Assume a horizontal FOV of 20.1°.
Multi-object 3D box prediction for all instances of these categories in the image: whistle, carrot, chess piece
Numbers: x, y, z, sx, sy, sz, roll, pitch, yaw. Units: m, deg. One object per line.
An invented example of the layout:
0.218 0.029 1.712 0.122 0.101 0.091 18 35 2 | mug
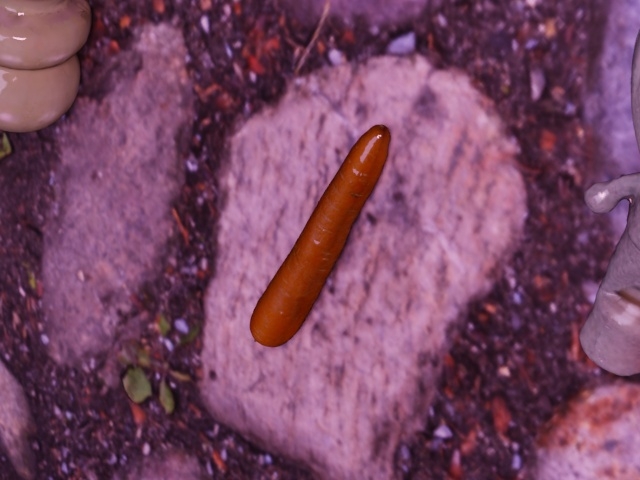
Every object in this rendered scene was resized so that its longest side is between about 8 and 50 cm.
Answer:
0.250 -0.044 1.170 0.142 0.134 0.346 10 135 -6 | whistle
0.000 0.000 1.460 0.043 0.043 0.248 44 130 19 | carrot
-0.247 -0.205 1.537 0.144 0.144 0.251 35 134 26 | chess piece
